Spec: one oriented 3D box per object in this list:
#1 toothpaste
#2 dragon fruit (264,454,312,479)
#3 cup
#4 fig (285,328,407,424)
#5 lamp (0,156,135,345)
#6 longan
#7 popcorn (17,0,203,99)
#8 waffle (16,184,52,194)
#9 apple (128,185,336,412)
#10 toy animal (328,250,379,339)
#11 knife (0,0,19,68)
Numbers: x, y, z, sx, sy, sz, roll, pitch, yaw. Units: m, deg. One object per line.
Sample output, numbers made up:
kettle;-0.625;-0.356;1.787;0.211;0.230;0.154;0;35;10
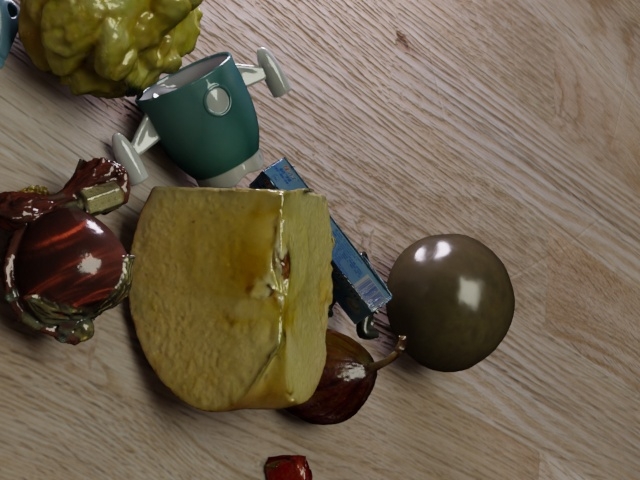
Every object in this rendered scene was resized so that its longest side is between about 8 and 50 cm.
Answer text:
toothpaste;0.000;0.000;1.981;0.053;0.066;0.272;-36;86;-32
dragon fruit;-0.028;0.383;1.917;0.097;0.063;0.131;19;61;-42
cup;-0.167;-0.168;1.929;0.300;0.167;0.173;-35;110;-22
fig;0.022;0.210;1.973;0.149;0.202;0.148;70;38;-60
lamp;-0.315;0.014;1.677;0.215;0.151;0.223;-20;100;-36
longan;0.222;0.107;2.197;0.248;0.248;0.248;21;59;-41
popcorn;-0.280;-0.326;1.812;0.215;0.252;0.286;35;33;19
waffle;-0.381;-0.032;1.741;0.078;0.016;0.085;-20;89;-45
apple;-0.104;0.077;1.823;0.314;0.252;0.309;2;92;-26
toy animal;0.006;0.066;2.047;0.245;0.115;0.146;42;48;-29
knife;-0.447;-0.222;1.735;0.058;0.032;0.244;53;40;-55
